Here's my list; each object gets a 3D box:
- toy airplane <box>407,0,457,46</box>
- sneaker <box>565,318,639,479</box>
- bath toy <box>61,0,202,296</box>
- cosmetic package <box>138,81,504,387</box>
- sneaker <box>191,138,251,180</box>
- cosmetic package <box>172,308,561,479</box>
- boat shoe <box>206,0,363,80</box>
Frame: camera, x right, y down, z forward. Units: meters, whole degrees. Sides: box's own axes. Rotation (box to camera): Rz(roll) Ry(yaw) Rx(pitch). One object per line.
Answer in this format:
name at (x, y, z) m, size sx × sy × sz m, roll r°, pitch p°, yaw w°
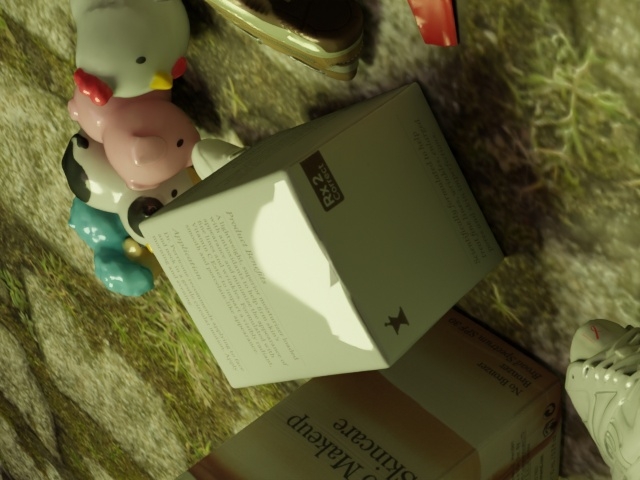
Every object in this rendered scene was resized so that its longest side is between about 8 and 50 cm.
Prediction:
toy airplane at (0.040, -0.193, 0.800) m, size 0.151 × 0.028 × 0.151 m, roll 38°, pitch 148°, yaw 29°
sneaker at (0.195, 0.094, 0.763) m, size 0.115 × 0.090 × 0.232 m, roll 56°, pitch 170°, yaw 20°
bath toy at (-0.173, -0.090, 1.139) m, size 0.151 × 0.129 × 0.348 m, roll 15°, pitch 145°, yaw 2°
cosmetic package at (0.000, 0.000, 0.904) m, size 0.184 × 0.151 × 0.151 m, roll -14°, pitch 109°, yaw 48°
sneaker at (-0.048, -0.060, 1.061) m, size 0.152 × 0.054 × 0.061 m, roll 29°, pitch 137°, yaw 28°
cosmetic package at (0.030, 0.189, 0.932) m, size 0.153 × 0.296 × 0.129 m, roll 32°, pitch 145°, yaw 36°
boat shoe at (-0.047, -0.176, 0.920) m, size 0.190 × 0.068 × 0.072 m, roll 41°, pitch 160°, yaw 26°
